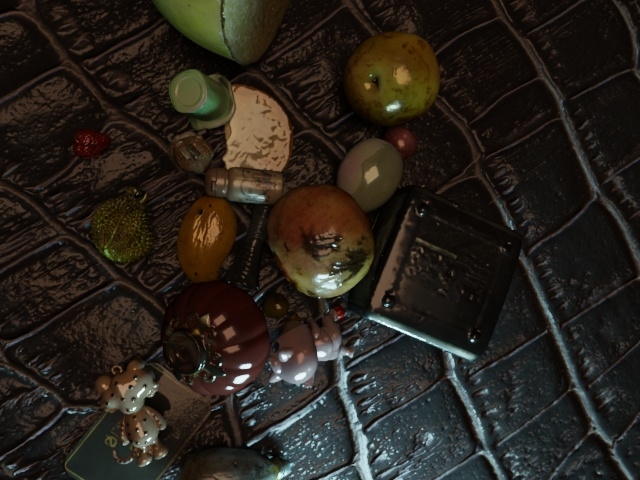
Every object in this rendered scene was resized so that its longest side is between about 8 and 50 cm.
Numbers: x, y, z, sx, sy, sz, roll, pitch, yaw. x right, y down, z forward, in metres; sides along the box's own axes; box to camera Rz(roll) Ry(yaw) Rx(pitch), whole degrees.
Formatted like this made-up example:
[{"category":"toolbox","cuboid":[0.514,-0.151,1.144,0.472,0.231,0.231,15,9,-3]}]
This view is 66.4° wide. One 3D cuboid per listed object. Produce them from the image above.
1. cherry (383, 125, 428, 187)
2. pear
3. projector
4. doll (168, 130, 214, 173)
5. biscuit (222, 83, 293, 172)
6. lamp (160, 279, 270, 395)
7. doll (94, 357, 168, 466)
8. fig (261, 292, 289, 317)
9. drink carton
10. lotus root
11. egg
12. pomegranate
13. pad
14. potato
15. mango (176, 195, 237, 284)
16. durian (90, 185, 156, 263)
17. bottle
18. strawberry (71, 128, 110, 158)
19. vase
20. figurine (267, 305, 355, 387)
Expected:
[{"category":"cherry","cuboid":[0.266,-0.257,1.491,0.107,0.090,0.226,-33,93,-30]},{"category":"pear","cuboid":[0.206,-0.458,1.396,0.280,0.281,0.281,0,90,-12]},{"category":"projector","cuboid":[0.330,0.090,1.428,0.395,0.242,0.405,23,84,-10]},{"category":"doll","cuboid":[-0.339,-0.234,1.302,0.105,0.221,0.115,-17,106,-23]},{"category":"biscuit","cuboid":[-0.182,-0.291,1.422,0.204,0.040,0.309,0,92,-10]},{"category":"lamp","cuboid":[-0.276,0.254,1.287,0.303,0.257,0.303,5,101,27]},{"category":"doll","cuboid":[-0.496,0.458,1.299,0.154,0.119,0.278,-12,92,-11]},{"category":"fig","cuboid":[-0.135,0.193,1.418,0.088,0.074,0.074,-27,96,16]},{"category":"drink carton","cuboid":[-0.324,-0.389,1.322,0.144,0.142,0.146,-13,90,11]},{"category":"lotus root","cuboid":[-0.235,0.659,1.359,0.322,0.140,0.158,2,89,-14]},{"category":"egg","cuboid":[0.135,-0.178,1.416,0.183,0.183,0.217,33,76,-10]},{"category":"pomegranate","cuboid":[0.000,0.000,1.325,0.322,0.322,0.322,0,90,-12]},{"category":"pad","cuboid":[-0.525,0.526,1.337,0.315,0.063,0.375,39,82,-9]},{"category":"potato","cuboid":[-0.268,-0.687,1.216,0.319,0.442,0.385,24,97,3]},{"category":"mango","cuboid":[-0.317,0.001,1.360,0.157,0.109,0.262,10,89,-16]},{"category":"durian","cuboid":[-0.525,-0.034,1.302,0.159,0.146,0.198,-11,77,-12]},{"category":"bottle","cuboid":[-0.214,-0.156,1.349,0.209,0.110,0.097,5,111,-15]},{"category":"strawberry","cuboid":[-0.619,-0.262,1.317,0.096,0.083,0.083,-21,94,-18]},{"category":"vase","cuboid":[-0.192,0.017,1.394,0.115,0.115,0.237,18,82,-11]},{"category":"figurine","cuboid":[-0.035,0.303,1.415,0.287,0.186,0.176,-20,134,-31]}]
